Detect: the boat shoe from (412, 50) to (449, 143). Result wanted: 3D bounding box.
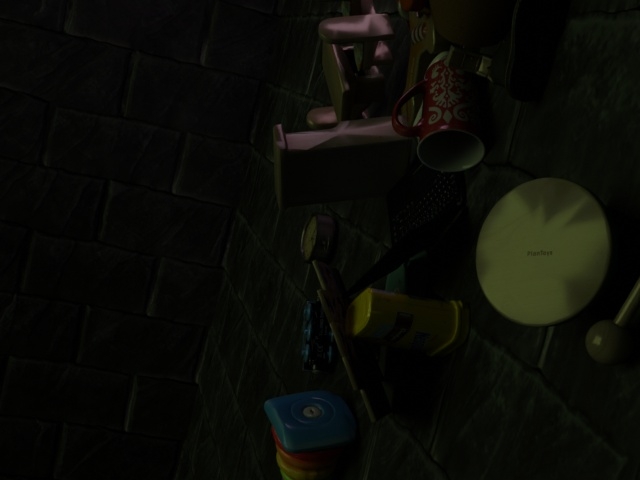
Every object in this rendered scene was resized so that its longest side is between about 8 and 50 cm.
[{"bbox_3d":[0.216,-0.251,1.693,0.063,0.066,0.184,57,134,50],"label":"boat shoe"}]

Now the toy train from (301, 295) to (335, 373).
[{"bbox_3d":[-0.006,0.222,2.141,0.105,0.080,0.184,115,159,-68],"label":"toy train"}]

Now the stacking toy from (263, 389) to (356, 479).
[{"bbox_3d":[-0.029,0.479,1.949,0.175,0.166,0.301,-128,38,-55],"label":"stacking toy"}]

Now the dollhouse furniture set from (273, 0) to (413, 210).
[{"bbox_3d":[0.013,-0.273,1.890,0.362,0.257,0.394,92,168,-50],"label":"dollhouse furniture set"}]

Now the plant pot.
[{"bbox_3d":[0.254,-0.440,1.434,0.237,0.237,0.254,-96,9,-46],"label":"plant pot"}]

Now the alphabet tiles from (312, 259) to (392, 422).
[{"bbox_3d":[0.058,0.175,1.630,0.342,0.011,0.285,29,-141,-78],"label":"alphabet tiles"}]

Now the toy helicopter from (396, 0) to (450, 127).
[{"bbox_3d":[0.188,-0.386,1.769,0.235,0.140,0.355,-116,26,-55],"label":"toy helicopter"}]

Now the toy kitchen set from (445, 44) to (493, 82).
[{"bbox_3d":[0.262,-0.303,1.515,0.075,0.083,0.068,-112,35,-63],"label":"toy kitchen set"}]

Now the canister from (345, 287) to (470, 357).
[{"bbox_3d":[0.137,0.133,1.501,0.126,0.170,0.073,129,148,-60],"label":"canister"}]

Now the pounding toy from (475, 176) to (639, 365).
[{"bbox_3d":[0.313,0.032,1.125,0.237,0.110,0.183,34,103,42],"label":"pounding toy"}]

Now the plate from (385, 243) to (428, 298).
[{"bbox_3d":[0.156,0.081,1.749,0.188,0.024,0.188,-169,90,-74],"label":"plate"}]

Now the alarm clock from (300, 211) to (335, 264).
[{"bbox_3d":[0.000,0.000,2.286,0.192,0.064,0.129,-145,66,-76],"label":"alarm clock"}]

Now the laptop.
[{"bbox_3d":[0.136,-0.049,1.643,0.234,0.137,0.264,-48,37,48],"label":"laptop"}]

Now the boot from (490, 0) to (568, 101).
[{"bbox_3d":[0.304,-0.319,1.409,0.137,0.077,0.197,-113,37,-72],"label":"boot"}]

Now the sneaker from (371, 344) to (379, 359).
[{"bbox_3d":[0.088,0.181,1.869,0.059,0.053,0.144,130,149,-64],"label":"sneaker"}]

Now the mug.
[{"bbox_3d":[0.207,-0.223,1.558,0.113,0.150,0.169,-33,41,45],"label":"mug"}]
